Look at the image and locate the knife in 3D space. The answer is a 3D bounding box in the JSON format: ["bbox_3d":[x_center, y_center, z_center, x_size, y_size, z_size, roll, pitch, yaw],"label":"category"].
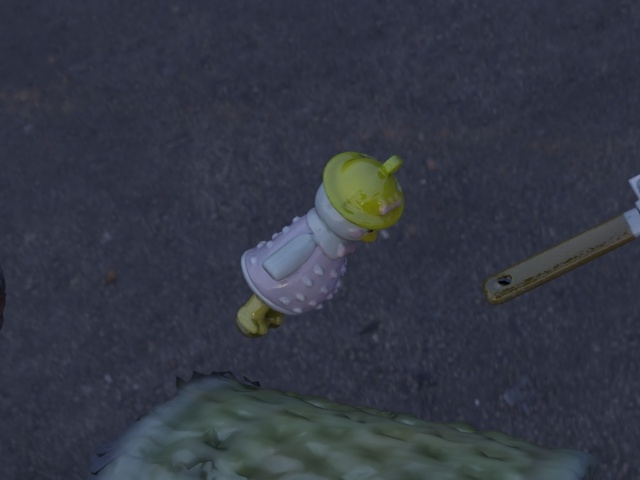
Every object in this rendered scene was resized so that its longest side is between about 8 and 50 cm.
[{"bbox_3d":[0.219,-0.028,0.828,0.256,0.022,0.046,-27,48,10],"label":"knife"}]

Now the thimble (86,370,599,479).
[{"bbox_3d":[0.006,0.190,0.449,0.150,0.270,0.270,8,56,19],"label":"thimble"}]

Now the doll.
[{"bbox_3d":[0.000,0.000,1.055,0.081,0.129,0.207,48,119,11],"label":"doll"}]

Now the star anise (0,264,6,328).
[{"bbox_3d":[-0.275,-0.006,0.914,0.065,0.182,0.195,-33,60,-16],"label":"star anise"}]
